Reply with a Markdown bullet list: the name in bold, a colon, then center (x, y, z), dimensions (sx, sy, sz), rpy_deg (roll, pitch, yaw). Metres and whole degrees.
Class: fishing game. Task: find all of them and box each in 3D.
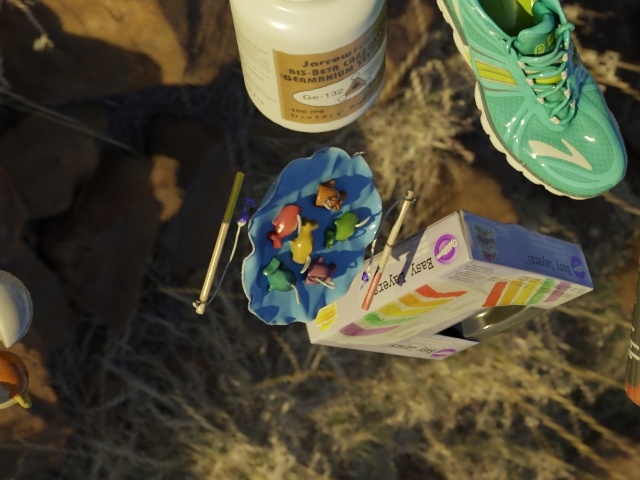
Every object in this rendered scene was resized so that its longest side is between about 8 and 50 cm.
- **fishing game**: center (0.000, 0.000, 1.279), dimensions (0.264, 0.041, 0.189), rpy_deg (9, 106, -51)

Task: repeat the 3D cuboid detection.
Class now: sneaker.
- **sneaker**: center (0.176, -0.151, 1.137), dimensions (0.107, 0.110, 0.275), rpy_deg (-33, 101, -3)

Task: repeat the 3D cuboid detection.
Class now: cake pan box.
- **cake pan box**: center (0.151, 0.061, 1.563), dimensions (0.267, 0.245, 0.070), rpy_deg (13, 58, -48)

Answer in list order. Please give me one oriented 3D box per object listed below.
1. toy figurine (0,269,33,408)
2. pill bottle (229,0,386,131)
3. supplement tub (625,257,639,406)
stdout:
- **toy figurine**: center (-0.309, 0.039, 1.039), dimensions (0.148, 0.213, 0.209), rpy_deg (-21, 155, -17)
- **pill bottle**: center (-0.010, -0.199, 1.119), dimensions (0.131, 0.131, 0.229), rpy_deg (-55, 164, -19)
- **supplement tub**: center (0.338, 0.056, 1.210), dimensions (0.106, 0.106, 0.198), rpy_deg (-17, 115, -49)
